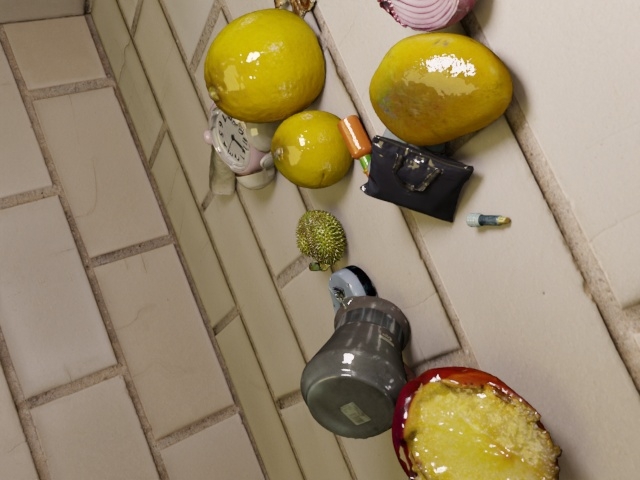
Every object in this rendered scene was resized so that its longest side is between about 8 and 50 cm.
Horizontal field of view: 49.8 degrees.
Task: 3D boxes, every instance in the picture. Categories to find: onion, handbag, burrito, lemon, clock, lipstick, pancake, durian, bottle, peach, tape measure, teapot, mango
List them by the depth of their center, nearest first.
[{"bbox_3d":[0.239,-0.573,1.517,0.283,0.120,0.227,6,106,54],"label":"onion"},{"bbox_3d":[0.264,-0.335,1.540,0.365,0.182,0.253,15,127,51],"label":"mango"},{"bbox_3d":[0.398,-0.047,1.628,0.116,0.037,0.037,6,111,55],"label":"lipstick"},{"bbox_3d":[0.378,0.495,1.662,0.339,0.353,0.416,-57,31,5],"label":"peach"},{"bbox_3d":[0.232,-0.150,1.690,0.254,0.088,0.211,21,144,7],"label":"handbag"},{"bbox_3d":[0.113,-0.264,1.969,0.069,0.069,0.187,-38,74,60],"label":"bottle"},{"bbox_3d":[0.145,0.372,1.971,0.306,0.361,0.376,-32,110,33],"label":"teapot"},{"bbox_3d":[-0.094,-0.787,2.054,0.212,0.056,0.257,4,109,60],"label":"pancake"},{"bbox_3d":[-0.038,-0.270,2.076,0.240,0.219,0.240,29,126,52],"label":"lemon"},{"bbox_3d":[-0.189,-0.512,2.082,0.364,0.364,0.364,37,136,47],"label":"lemon"},{"bbox_3d":[0.099,0.173,2.202,0.182,0.107,0.181,3,115,63],"label":"tape measure"},{"bbox_3d":[0.009,-0.011,2.226,0.198,0.146,0.159,55,131,19],"label":"durian"},{"bbox_3d":[-0.268,-0.379,2.471,0.326,0.184,0.342,52,151,25],"label":"clock"},{"bbox_3d":[-0.400,-0.329,2.801,0.143,0.105,0.299,54,148,37],"label":"burrito"}]

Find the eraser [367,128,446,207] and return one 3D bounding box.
[{"bbox_3d":[0.220,-0.216,1.795,0.174,0.081,0.227,56,147,23],"label":"eraser"}]
